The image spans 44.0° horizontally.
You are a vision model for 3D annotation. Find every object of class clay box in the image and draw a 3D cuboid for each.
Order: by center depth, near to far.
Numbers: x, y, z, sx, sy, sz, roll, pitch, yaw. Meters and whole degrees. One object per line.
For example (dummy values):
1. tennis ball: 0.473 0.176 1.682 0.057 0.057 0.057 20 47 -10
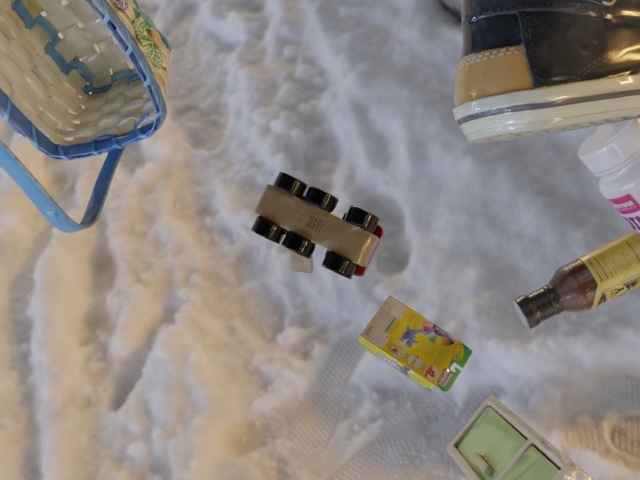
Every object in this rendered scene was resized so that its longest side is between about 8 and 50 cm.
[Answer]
1. clay box: 0.207 0.233 1.736 0.222 0.053 0.127 34 62 11

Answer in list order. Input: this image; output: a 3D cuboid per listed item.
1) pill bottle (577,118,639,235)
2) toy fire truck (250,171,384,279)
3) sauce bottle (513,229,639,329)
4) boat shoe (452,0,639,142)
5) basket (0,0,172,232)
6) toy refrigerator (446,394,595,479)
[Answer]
1. pill bottle: 0.587 -0.089 1.362 0.160 0.283 0.160 -44 7 6
2. toy fire truck: 0.000 0.000 1.450 0.217 0.246 0.158 25 90 13
3. sauce bottle: 0.567 0.079 1.635 0.344 0.111 0.111 -27 45 4
4. boat shoe: 0.347 -0.204 0.787 0.500 0.156 0.187 -11 2 -23
5. basket: -0.289 -0.184 0.839 0.201 0.255 0.289 -11 43 27
6. toy refrigerator: 0.247 0.284 0.966 0.102 0.094 0.269 -50 9 0
